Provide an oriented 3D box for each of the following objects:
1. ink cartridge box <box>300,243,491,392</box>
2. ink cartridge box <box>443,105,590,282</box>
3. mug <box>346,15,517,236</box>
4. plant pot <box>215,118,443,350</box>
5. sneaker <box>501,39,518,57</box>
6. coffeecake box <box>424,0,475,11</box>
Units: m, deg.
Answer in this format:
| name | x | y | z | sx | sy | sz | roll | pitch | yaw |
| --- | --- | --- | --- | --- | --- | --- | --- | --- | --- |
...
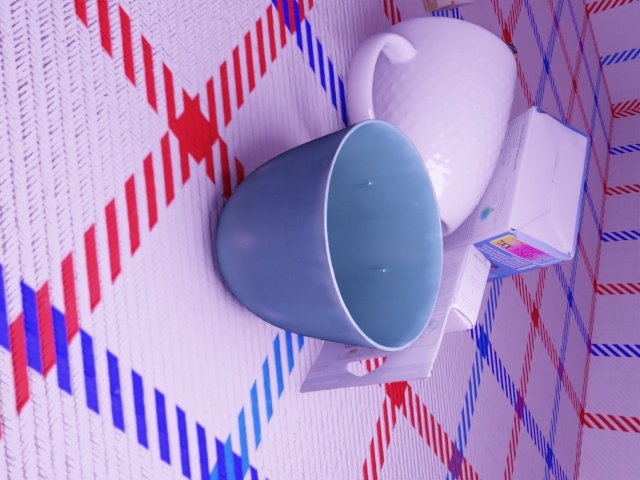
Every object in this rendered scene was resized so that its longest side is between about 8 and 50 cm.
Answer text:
| name | x | y | z | sx | sy | sz | roll | pitch | yaw |
| --- | --- | --- | --- | --- | --- | --- | --- | --- | --- |
| ink cartridge box | 0.114 | 0.138 | 0.893 | 0.060 | 0.275 | 0.238 | 43 | 51 | -21 |
| ink cartridge box | 0.331 | -0.060 | 1.178 | 0.151 | 0.395 | 0.269 | 26 | 68 | -17 |
| mug | 0.164 | -0.201 | 1.011 | 0.374 | 0.276 | 0.327 | 34 | 66 | -48 |
| plant pot | 0.000 | 0.000 | 0.795 | 0.293 | 0.235 | 0.292 | 9 | 79 | -52 |
| sneaker | 0.522 | -0.565 | 1.702 | 0.215 | 0.084 | 0.083 | -36 | 109 | -48 |
| coffeecake box | 0.317 | -0.663 | 1.451 | 0.185 | 0.068 | 0.142 | -33 | 112 | -50 |
